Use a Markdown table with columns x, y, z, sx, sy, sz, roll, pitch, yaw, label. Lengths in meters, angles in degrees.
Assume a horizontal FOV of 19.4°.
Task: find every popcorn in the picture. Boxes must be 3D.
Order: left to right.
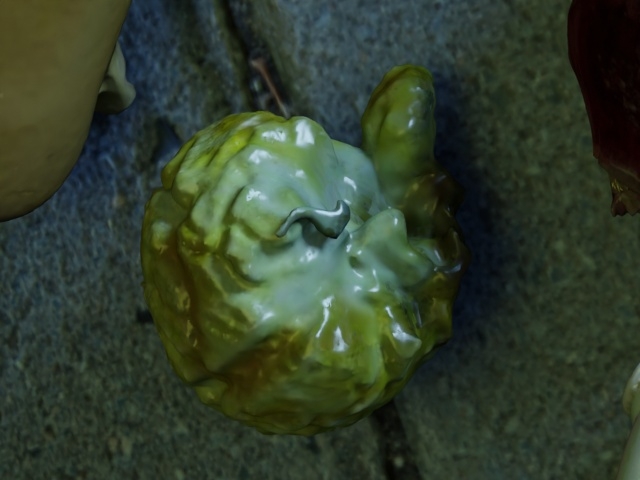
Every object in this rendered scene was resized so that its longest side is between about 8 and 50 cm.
| x | y | z | sx | sy | sz | roll | pitch | yaw | label |
| --- | --- | --- | --- | --- | --- | --- | --- | --- | --- |
| 0.000 | 0.000 | 1.020 | 0.212 | 0.198 | 0.198 | -38 | 76 | -3 | popcorn |

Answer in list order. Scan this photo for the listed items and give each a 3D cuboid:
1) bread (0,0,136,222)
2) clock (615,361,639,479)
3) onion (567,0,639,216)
| x | y | z | sx | sy | sz | roll | pitch | yaw | label |
| --- | --- | --- | --- | --- | --- | --- | --- | --- | --- |
| -0.276 | -0.218 | 1.088 | 0.348 | 0.253 | 0.376 | 33 | 117 | 19 | bread |
| 0.275 | 0.136 | 0.905 | 0.265 | 0.109 | 0.324 | 9 | 103 | 32 | clock |
| 0.210 | -0.113 | 0.895 | 0.227 | 0.120 | 0.283 | 46 | 119 | 22 | onion |
